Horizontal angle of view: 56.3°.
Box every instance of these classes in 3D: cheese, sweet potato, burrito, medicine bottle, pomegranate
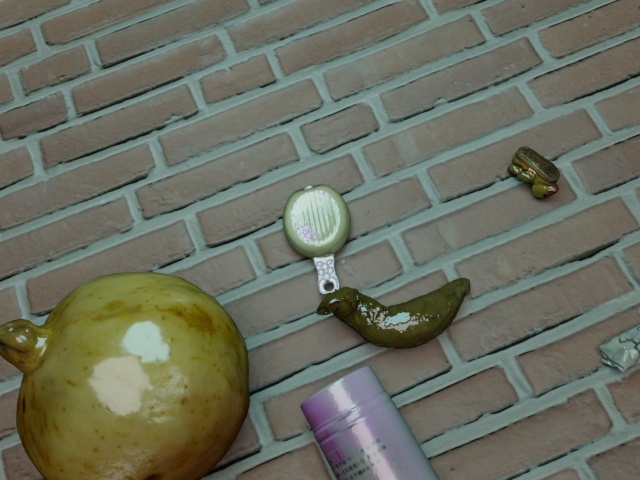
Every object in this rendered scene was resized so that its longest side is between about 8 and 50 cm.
[{"bbox_3d":[0.000,0.000,1.189,0.137,0.064,0.227,-12,72,4],"label":"cheese"},{"bbox_3d":[0.145,0.141,1.122,0.310,0.098,0.124,-4,84,-7],"label":"sweet potato"},{"bbox_3d":[0.612,0.175,1.096,0.203,0.064,0.064,-26,73,-3],"label":"burrito"},{"bbox_3d":[0.087,0.360,1.030,0.152,0.152,0.254,-29,73,-5],"label":"medicine bottle"},{"bbox_3d":[-0.322,0.223,0.974,0.410,0.410,0.409,-1,73,4],"label":"pomegranate"}]

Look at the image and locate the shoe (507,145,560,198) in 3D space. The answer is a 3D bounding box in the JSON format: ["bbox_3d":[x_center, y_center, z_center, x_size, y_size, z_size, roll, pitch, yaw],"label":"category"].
[{"bbox_3d":[0.430,-0.136,1.200,0.109,0.069,0.072,34,54,4],"label":"shoe"}]
